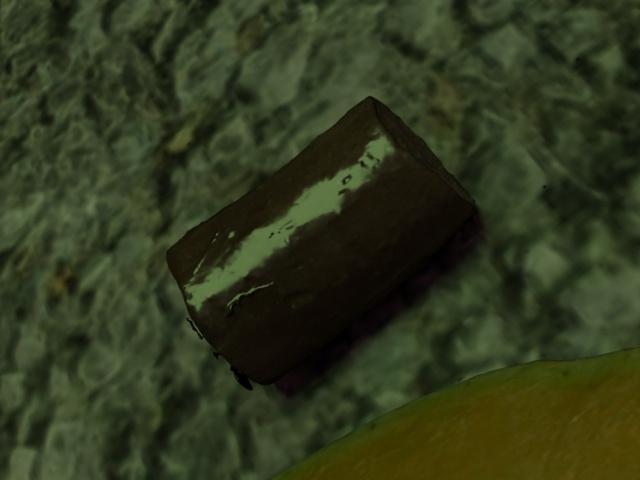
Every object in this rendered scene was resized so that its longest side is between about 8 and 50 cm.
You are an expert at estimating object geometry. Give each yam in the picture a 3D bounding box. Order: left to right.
[{"bbox_3d":[-0.001,-0.001,0.873,0.127,0.084,0.084,-40,33,5],"label":"yam"}]

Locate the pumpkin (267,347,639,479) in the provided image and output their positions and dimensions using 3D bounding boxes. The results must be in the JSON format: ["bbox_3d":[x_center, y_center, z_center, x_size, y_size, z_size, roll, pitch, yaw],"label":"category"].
[{"bbox_3d":[0.059,0.210,0.484,0.332,0.199,0.332,-29,27,17],"label":"pumpkin"}]
